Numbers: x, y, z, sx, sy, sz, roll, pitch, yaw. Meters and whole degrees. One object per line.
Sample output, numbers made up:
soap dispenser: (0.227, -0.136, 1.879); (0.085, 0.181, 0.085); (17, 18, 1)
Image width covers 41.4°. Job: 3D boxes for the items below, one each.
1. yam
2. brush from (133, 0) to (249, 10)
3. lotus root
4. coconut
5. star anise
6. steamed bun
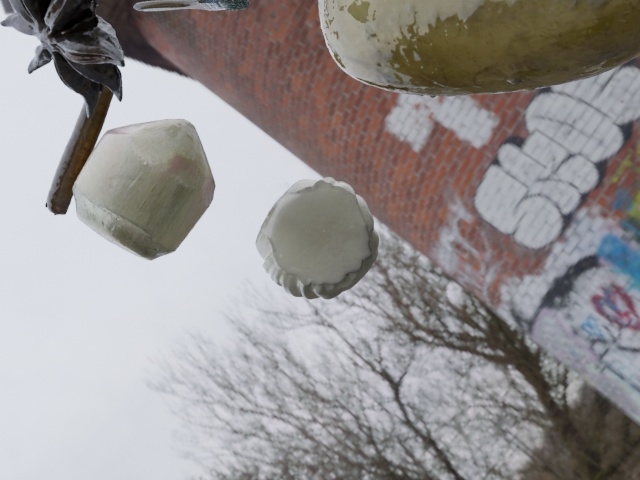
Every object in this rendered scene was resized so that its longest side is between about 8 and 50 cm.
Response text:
yam: (-0.405, -0.158, 1.429); (0.046, 0.046, 0.264); (-3, -57, -59)
brush: (-0.218, -0.395, 1.417); (0.070, 0.196, 0.021); (-27, -65, -81)
lotus root: (0.151, -0.200, 0.648); (0.151, 0.343, 0.169); (49, -128, -45)
coconut: (-0.277, -0.092, 1.386); (0.234, 0.224, 0.224); (-56, -23, -13)
star anise: (-0.262, -0.223, 0.883); (0.061, 0.181, 0.204); (-46, -58, -30)
steamed bun: (0.000, 0.000, 1.247); (0.183, 0.183, 0.106); (-50, -4, -1)
